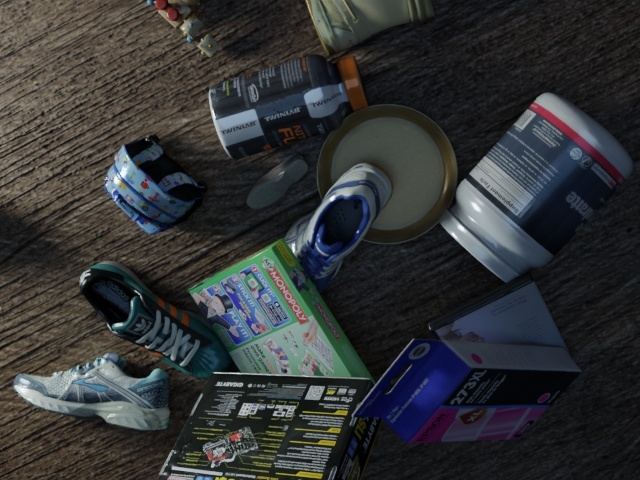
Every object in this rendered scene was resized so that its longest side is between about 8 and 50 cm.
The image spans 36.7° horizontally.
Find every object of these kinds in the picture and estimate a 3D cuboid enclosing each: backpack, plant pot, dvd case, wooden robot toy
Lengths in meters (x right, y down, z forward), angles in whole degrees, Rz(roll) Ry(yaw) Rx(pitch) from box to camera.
[{"bbox_3d":[-0.284,-0.088,1.600,0.158,0.173,0.117,44,99,-3],"label":"backpack"},{"bbox_3d":[0.112,-0.112,1.632,0.236,0.032,0.236,1,98,5],"label":"plant pot"},{"bbox_3d":[0.299,0.167,1.580,0.180,0.022,0.253,-28,135,9],"label":"dvd case"},{"bbox_3d":[-0.224,-0.391,1.607,0.173,0.076,0.079,43,89,-2],"label":"wooden robot toy"}]

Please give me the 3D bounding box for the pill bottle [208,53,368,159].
[{"bbox_3d":[-0.048,-0.227,1.580,0.246,0.130,0.130,-16,96,8],"label":"pill bottle"}]

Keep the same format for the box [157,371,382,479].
[{"bbox_3d":[-0.083,0.334,1.528,0.322,0.257,0.079,-3,135,31],"label":"box"}]

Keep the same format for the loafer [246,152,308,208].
[{"bbox_3d":[-0.075,-0.103,1.652,0.125,0.039,0.045,-37,126,12],"label":"loafer"}]

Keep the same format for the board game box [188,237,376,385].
[{"bbox_3d":[-0.061,0.173,1.628,0.213,0.046,0.317,-27,98,36],"label":"board game box"}]

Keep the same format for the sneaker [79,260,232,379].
[{"bbox_3d":[-0.290,0.150,1.661,0.302,0.121,0.108,34,98,-2],"label":"sneaker"}]

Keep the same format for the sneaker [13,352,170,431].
[{"bbox_3d":[-0.398,0.256,1.712,0.283,0.110,0.122,10,81,1],"label":"sneaker"}]

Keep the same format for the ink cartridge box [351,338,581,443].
[{"bbox_3d":[0.238,0.238,1.514,0.371,0.069,0.175,10,126,-39],"label":"ink cartridge box"}]

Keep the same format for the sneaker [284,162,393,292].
[{"bbox_3d":[0.000,0.000,1.584,0.112,0.131,0.296,35,118,1],"label":"sneaker"}]

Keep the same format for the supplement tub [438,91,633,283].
[{"bbox_3d":[0.339,-0.080,1.533,0.191,0.191,0.272,41,100,-1],"label":"supplement tub"}]

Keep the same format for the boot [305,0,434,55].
[{"bbox_3d":[0.061,-0.454,1.555,0.203,0.095,0.262,-18,98,8],"label":"boot"}]
